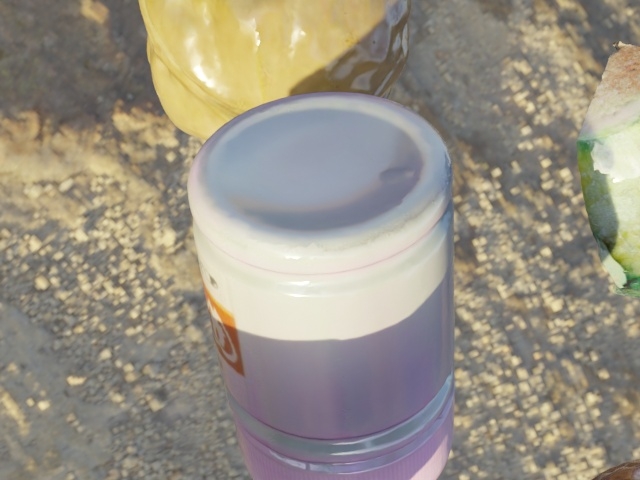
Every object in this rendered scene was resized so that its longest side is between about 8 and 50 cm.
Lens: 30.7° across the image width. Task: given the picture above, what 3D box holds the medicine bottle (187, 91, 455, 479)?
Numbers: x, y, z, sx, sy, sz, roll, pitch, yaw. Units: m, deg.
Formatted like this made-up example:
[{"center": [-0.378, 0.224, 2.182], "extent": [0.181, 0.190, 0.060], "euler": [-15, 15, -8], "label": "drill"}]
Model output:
[{"center": [0.010, 0.059, 0.959], "extent": [0.202, 0.316, 0.202], "euler": [-3, 40, 2], "label": "medicine bottle"}]

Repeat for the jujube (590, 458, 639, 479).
[{"center": [0.240, 0.238, 0.765], "extent": [0.255, 0.190, 0.190], "euler": [26, 48, -62], "label": "jujube"}]

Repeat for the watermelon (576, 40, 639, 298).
[{"center": [0.359, -0.045, 1.107], "extent": [0.305, 0.224, 0.180], "euler": [53, 14, -43], "label": "watermelon"}]

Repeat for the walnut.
[{"center": [-0.049, -0.291, 1.402], "extent": [0.383, 0.383, 0.384], "euler": [17, 59, -30], "label": "walnut"}]
